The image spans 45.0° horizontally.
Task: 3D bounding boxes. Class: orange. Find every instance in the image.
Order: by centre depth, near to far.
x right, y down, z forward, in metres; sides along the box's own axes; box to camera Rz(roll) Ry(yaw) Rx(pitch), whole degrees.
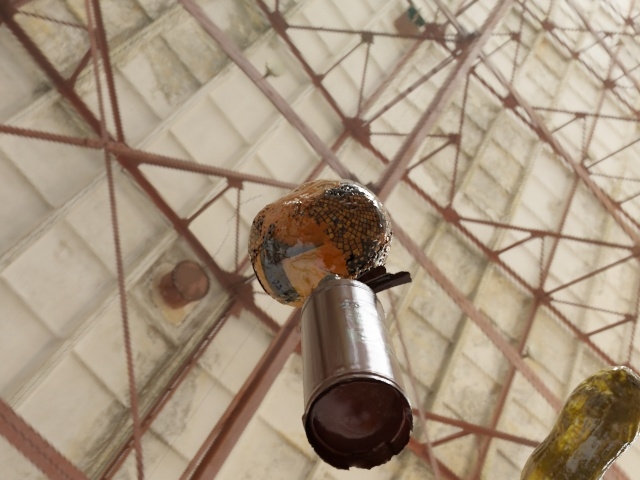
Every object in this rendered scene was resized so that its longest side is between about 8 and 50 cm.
[{"bbox_3d":[0.000,0.000,1.219,0.234,0.234,0.182,-34,-84,-48],"label":"orange"}]

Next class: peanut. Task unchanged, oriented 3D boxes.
[{"bbox_3d":[0.305,0.236,0.894,0.087,0.206,0.087,28,-168,-6],"label":"peanut"}]

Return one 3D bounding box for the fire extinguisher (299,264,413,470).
[{"bbox_3d":[0.049,0.109,0.874,0.337,0.147,0.106,-95,-15,-69],"label":"fire extinguisher"}]
